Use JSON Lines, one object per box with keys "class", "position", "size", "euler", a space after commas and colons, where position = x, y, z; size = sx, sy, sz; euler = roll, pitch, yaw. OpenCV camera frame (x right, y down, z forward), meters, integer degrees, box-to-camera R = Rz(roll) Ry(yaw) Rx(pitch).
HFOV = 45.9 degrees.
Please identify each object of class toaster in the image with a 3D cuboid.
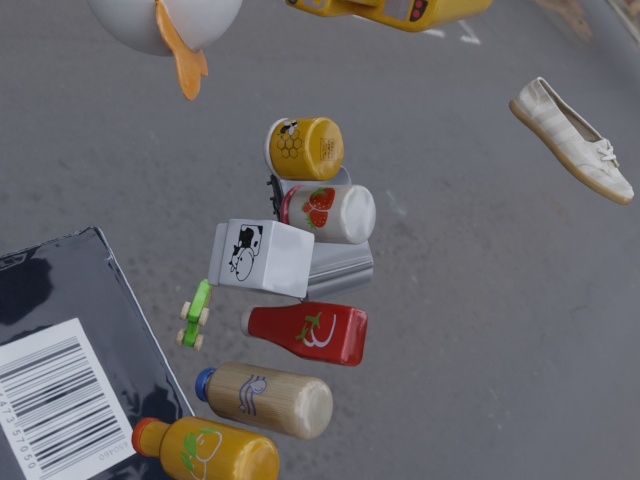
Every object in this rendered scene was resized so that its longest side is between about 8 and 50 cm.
{"class": "toaster", "position": [0.000, 0.000, 1.046], "size": [0.168, 0.110, 0.185], "euler": [85, -9, -74]}

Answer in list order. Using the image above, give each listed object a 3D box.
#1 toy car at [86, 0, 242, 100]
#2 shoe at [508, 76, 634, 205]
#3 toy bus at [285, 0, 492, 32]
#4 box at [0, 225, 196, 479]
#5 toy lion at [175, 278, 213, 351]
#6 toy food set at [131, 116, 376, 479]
{"class": "toy car", "position": [-0.119, -0.212, 0.494], "size": [0.210, 0.219, 0.238], "euler": [21, 49, -83]}
{"class": "shoe", "position": [0.355, -0.138, 1.048], "size": [0.219, 0.058, 0.076], "euler": [48, 33, 15]}
{"class": "toy bus", "position": [0.088, -0.279, 0.755], "size": [0.130, 0.108, 0.333], "euler": [24, 27, 15]}
{"class": "box", "position": [-0.314, 0.215, 0.795], "size": [0.212, 0.395, 0.293], "euler": [-23, 81, -39]}
{"class": "toy lion", "position": [-0.157, 0.087, 0.984], "size": [0.034, 0.100, 0.096], "euler": [17, 50, -3]}
{"class": "toy food set", "position": [-0.041, 0.039, 0.494], "size": [0.111, 0.104, 0.232], "euler": [17, 80, -51]}
